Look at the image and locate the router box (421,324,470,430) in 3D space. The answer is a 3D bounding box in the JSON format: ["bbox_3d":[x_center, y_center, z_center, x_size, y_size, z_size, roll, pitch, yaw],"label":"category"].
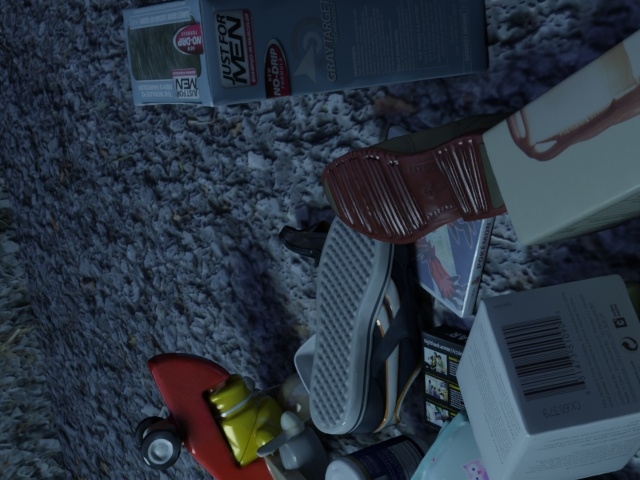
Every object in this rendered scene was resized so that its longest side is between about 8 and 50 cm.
[{"bbox_3d":[0.201,0.192,1.305,0.179,0.046,0.133,16,113,53],"label":"router box"}]

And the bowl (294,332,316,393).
[{"bbox_3d":[0.049,0.184,1.481,0.142,0.053,0.142,-37,62,6],"label":"bowl"}]

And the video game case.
[{"bbox_3d":[0.141,-0.026,1.340,0.201,0.023,0.183,39,132,43],"label":"video game case"}]

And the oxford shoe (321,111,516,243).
[{"bbox_3d":[0.140,-0.078,1.230,0.348,0.130,0.123,-3,115,51],"label":"oxford shoe"}]

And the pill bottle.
[{"bbox_3d":[0.099,0.314,1.388,0.094,0.169,0.094,23,119,51],"label":"pill bottle"}]

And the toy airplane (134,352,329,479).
[{"bbox_3d":[-0.070,0.335,1.616,0.386,0.272,0.384,36,168,35],"label":"toy airplane"}]

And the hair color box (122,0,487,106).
[{"bbox_3d":[-0.011,-0.226,1.177,0.185,0.374,0.114,10,109,55],"label":"hair color box"}]

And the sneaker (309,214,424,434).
[{"bbox_3d":[0.070,0.098,1.386,0.126,0.127,0.321,6,87,53],"label":"sneaker"}]

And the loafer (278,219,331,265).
[{"bbox_3d":[0.000,0.000,1.543,0.170,0.062,0.061,24,99,47],"label":"loafer"}]

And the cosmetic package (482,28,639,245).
[{"bbox_3d":[0.306,-0.107,0.948,0.296,0.153,0.129,-34,71,54],"label":"cosmetic package"}]

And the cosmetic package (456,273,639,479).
[{"bbox_3d":[0.241,0.152,1.063,0.184,0.151,0.151,93,165,-60],"label":"cosmetic package"}]

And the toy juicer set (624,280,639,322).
[{"bbox_3d":[0.360,0.096,0.993,0.329,0.089,0.209,-27,79,57],"label":"toy juicer set"}]

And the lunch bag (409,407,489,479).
[{"bbox_3d":[0.204,0.342,1.215,0.223,0.160,0.262,37,133,20],"label":"lunch bag"}]
